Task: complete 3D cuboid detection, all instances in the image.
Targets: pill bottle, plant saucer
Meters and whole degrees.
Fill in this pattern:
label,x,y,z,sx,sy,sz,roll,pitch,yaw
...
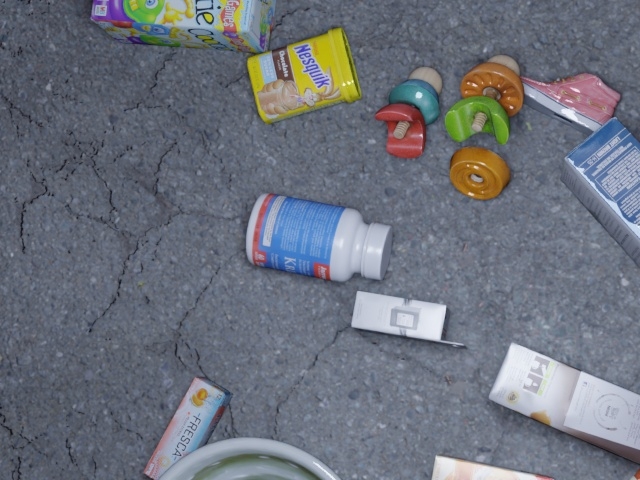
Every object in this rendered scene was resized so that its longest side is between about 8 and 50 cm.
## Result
label,x,y,z,sx,sy,sz,roll,pitch,yaw
pill bottle,0.000,0.000,1.875,0.222,0.124,0.124,11,85,13
plant saucer,-0.105,0.514,1.840,0.401,0.100,0.400,-1,83,9

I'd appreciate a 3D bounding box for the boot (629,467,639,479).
label,x,y,z,sx,sy,sz,roll,pitch,yaw
boot,0.548,0.398,1.759,0.084,0.059,0.158,-44,69,6

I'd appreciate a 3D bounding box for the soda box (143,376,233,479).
label,x,y,z,sx,sy,sz,roll,pitch,yaw
soda box,-0.217,0.318,1.908,0.063,0.058,0.183,29,89,12

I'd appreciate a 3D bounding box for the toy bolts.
label,x,y,z,sx,sy,sz,roll,pitch,yaw
toy bolts,0.223,-0.199,1.869,0.229,0.218,0.158,9,51,24

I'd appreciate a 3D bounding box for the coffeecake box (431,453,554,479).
label,x,y,z,sx,sy,sz,roll,pitch,yaw
coffeecake box,0.261,0.422,1.800,0.186,0.068,0.142,9,84,11

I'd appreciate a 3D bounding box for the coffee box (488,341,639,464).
label,x,y,z,sx,sy,sz,roll,pitch,yaw
coffee box,0.390,0.249,1.762,0.247,0.141,0.098,22,87,13

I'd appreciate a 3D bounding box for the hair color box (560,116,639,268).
label,x,y,z,sx,sy,sz,roll,pitch,yaw
hair color box,0.520,-0.014,1.755,0.105,0.174,0.347,-40,78,3

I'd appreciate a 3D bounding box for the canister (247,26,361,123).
label,x,y,z,sx,sy,sz,roll,pitch,yaw
canister,-0.028,-0.275,1.944,0.170,0.073,0.126,-16,80,10

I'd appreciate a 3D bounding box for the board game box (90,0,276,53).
label,x,y,z,sx,sy,sz,roll,pitch,yaw
board game box,-0.228,-0.412,1.962,0.275,0.144,0.142,6,84,12

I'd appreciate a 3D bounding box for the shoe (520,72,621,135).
label,x,y,z,sx,sy,sz,roll,pitch,yaw
shoe,0.394,-0.241,1.868,0.178,0.063,0.081,28,87,7

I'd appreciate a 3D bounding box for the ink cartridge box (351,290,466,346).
label,x,y,z,sx,sy,sz,roll,pitch,yaw
ink cartridge box,0.148,0.128,1.842,0.180,0.104,0.060,9,83,11
